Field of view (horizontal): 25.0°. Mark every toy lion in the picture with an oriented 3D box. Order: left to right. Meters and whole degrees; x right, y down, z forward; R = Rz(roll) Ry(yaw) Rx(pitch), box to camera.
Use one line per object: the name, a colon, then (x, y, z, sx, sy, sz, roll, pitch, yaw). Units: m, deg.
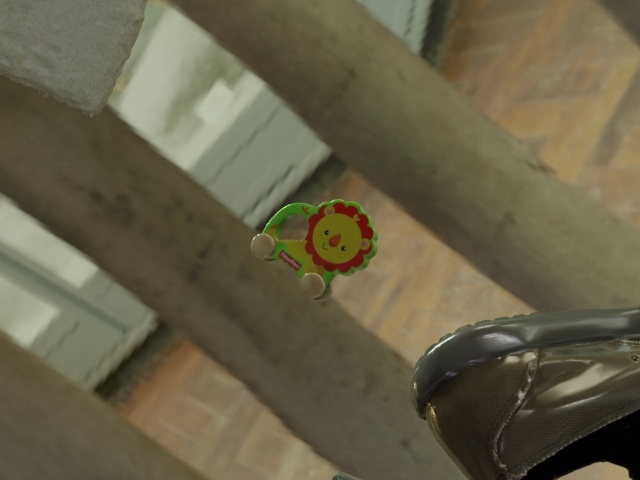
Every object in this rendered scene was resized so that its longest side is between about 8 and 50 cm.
toy lion: (0.000, 0.000, 1.334, 0.096, 0.100, 0.034, -54, -20, 2)

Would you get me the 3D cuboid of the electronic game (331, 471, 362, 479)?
electronic game: (0.072, 0.332, 1.424, 0.048, 0.229, 0.229, -30, 24, 2)

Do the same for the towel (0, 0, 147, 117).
towel: (-0.237, -0.218, 0.952, 0.187, 0.282, 0.049, -65, 16, 1)

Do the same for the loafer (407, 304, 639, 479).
loafer: (0.248, 0.114, 1.008, 0.133, 0.366, 0.130, 94, 163, -58)
